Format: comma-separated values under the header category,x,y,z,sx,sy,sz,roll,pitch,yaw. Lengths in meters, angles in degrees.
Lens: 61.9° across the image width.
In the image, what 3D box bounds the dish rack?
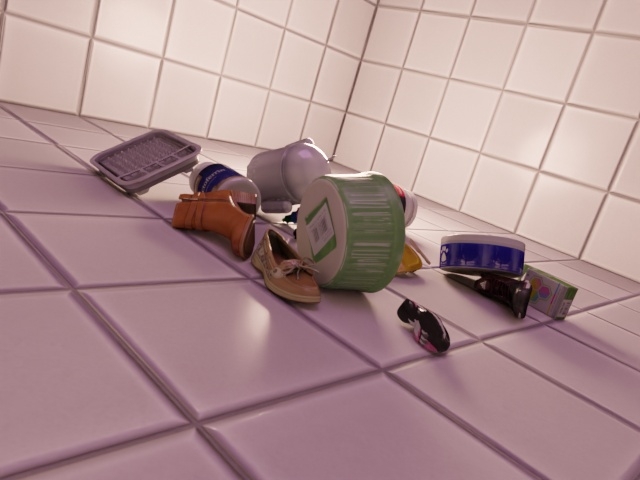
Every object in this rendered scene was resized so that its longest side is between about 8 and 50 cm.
category,x,y,z,sx,sy,sz,roll,pitch,yaw
dish rack,-0.560,-0.253,1.731,0.285,0.072,0.333,-33,41,-27

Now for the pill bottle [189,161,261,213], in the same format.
category,x,y,z,sx,sy,sz,roll,pitch,yaw
pill bottle,-0.308,-0.155,1.672,0.153,0.153,0.264,6,17,-37

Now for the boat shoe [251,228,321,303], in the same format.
category,x,y,z,sx,sy,sz,roll,pitch,yaw
boat shoe,-0.082,0.058,1.239,0.104,0.089,0.285,7,17,-35

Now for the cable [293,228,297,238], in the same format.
category,x,y,z,sx,sy,sz,roll,pitch,yaw
cable,0.000,0.000,1.647,0.184,0.047,0.150,24,16,30

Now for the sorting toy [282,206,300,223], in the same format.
category,x,y,z,sx,sy,sz,roll,pitch,yaw
sorting toy,-0.033,-0.101,1.954,0.126,0.127,0.365,-9,6,25

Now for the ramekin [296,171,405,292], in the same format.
category,x,y,z,sx,sy,sz,roll,pitch,yaw
ramekin,0.060,-0.020,1.306,0.148,0.303,0.303,0,20,-28

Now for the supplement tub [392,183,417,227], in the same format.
category,x,y,z,sx,sy,sz,roll,pitch,yaw
supplement tub,0.243,-0.145,2.185,0.272,0.191,0.191,6,17,-35

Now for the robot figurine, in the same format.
category,x,y,z,sx,sy,sz,roll,pitch,yaw
robot figurine,-0.110,-0.217,1.814,0.353,0.300,0.200,-6,-30,38

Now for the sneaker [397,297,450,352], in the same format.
category,x,y,z,sx,sy,sz,roll,pitch,yaw
sneaker,0.245,0.186,1.180,0.077,0.072,0.178,22,16,-24

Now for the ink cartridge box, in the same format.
category,x,y,z,sx,sy,sz,roll,pitch,yaw
ink cartridge box,0.706,0.158,1.722,0.062,0.109,0.209,8,17,-35

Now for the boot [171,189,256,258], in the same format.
category,x,y,z,sx,sy,sz,roll,pitch,yaw
boot,-0.282,-0.051,1.408,0.220,0.109,0.283,1,40,-6

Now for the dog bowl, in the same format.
category,x,y,z,sx,sy,sz,roll,pitch,yaw
dog bowl,0.521,0.054,1.730,0.264,0.104,0.265,7,-8,1

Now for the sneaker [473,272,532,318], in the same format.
category,x,y,z,sx,sy,sz,roll,pitch,yaw
sneaker,0.540,0.157,1.599,0.162,0.106,0.281,14,4,19

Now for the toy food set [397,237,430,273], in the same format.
category,x,y,z,sx,sy,sz,roll,pitch,yaw
toy food set,0.247,0.064,1.669,0.218,0.071,0.128,-5,50,-52
